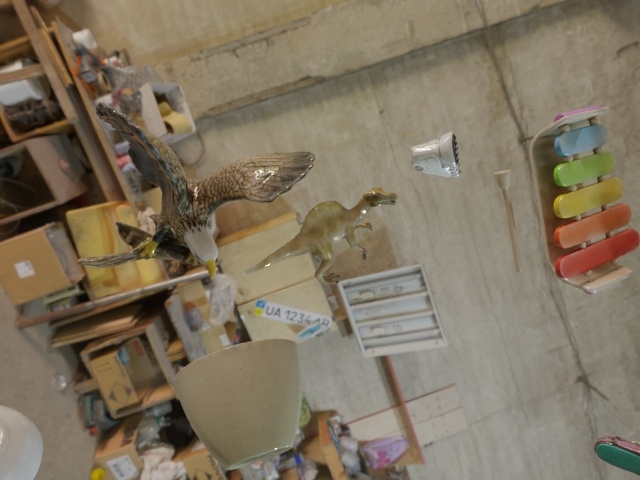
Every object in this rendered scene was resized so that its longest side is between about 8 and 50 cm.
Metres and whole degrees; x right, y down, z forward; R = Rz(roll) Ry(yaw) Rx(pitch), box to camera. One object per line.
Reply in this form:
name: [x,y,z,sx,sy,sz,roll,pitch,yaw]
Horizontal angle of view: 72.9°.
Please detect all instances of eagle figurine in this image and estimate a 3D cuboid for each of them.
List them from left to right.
eagle figurine: [-0.166,-0.059,0.576,0.225,0.226,0.298,40,-47,4]

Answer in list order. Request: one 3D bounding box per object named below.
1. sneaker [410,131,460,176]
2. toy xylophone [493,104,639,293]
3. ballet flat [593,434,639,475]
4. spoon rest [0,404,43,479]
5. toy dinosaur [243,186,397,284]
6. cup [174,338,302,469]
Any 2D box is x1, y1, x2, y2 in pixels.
sneaker: [0.314,-0.224,1.168,0.292,0.118,0.110,-2,85,-69]
toy xylophone: [0.437,-0.059,0.763,0.081,0.236,0.323,7,-60,69]
ballet flat: [0.671,0.445,0.855,0.221,0.079,0.077,14,-65,48]
spoon rest: [-0.443,0.221,0.443,0.084,0.276,0.137,-59,-154,26]
toy dinosaur: [0.000,0.000,0.476,0.053,0.183,0.093,48,-17,45]
cup: [-0.181,0.426,1.095,0.331,0.330,0.237,73,-3,-63]
